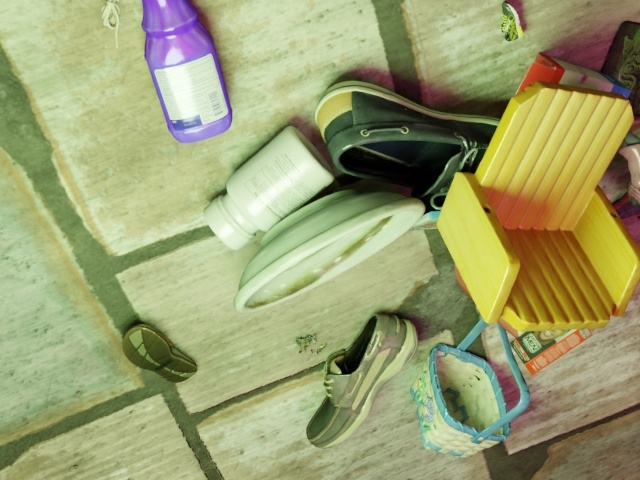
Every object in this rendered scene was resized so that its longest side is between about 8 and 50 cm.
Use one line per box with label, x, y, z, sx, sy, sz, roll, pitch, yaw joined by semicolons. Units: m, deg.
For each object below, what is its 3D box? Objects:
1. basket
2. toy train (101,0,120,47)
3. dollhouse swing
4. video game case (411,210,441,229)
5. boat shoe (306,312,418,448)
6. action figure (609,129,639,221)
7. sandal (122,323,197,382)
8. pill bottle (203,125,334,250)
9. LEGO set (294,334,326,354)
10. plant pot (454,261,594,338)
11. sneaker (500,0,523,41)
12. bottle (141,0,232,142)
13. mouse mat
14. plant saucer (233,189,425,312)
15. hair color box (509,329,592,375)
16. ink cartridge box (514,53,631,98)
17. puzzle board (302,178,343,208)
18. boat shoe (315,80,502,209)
basket;0.337;0.337;2.018;0.201;0.254;0.289;23;124;-27
toy train;-0.381;-0.416;1.387;0.143;0.105;0.248;4;122;-8
dollhouse swing;0.445;-0.056;1.602;0.347;0.315;0.305;2;140;-32
video game case;0.244;-0.041;1.808;0.119;0.166;0.015;-3;83;-15
boat shoe;0.065;0.297;1.998;0.130;0.132;0.355;32;100;-22
action figure;0.718;-0.129;1.831;0.370;0.276;0.248;-43;133;-4
sandal;-0.329;0.223;1.856;0.090;0.060;0.219;-33;141;13
pill bottle;-0.098;-0.091;1.668;0.229;0.131;0.131;-40;125;10
LEGO set;-0.028;0.224;1.973;0.054;0.023;0.083;-35;139;9
plant pot;0.450;0.085;1.892;0.275;0.243;0.275;-8;124;-12
sneaker;0.345;-0.399;1.665;0.035;0.031;0.083;-30;126;4
bottle;-0.231;-0.303;1.508;0.118;0.092;0.282;-19;126;-6
mouse mat;0.627;-0.339;1.811;0.153;0.007;0.189;3;121;-19
plant saucer;0.000;0.000;1.695;0.400;0.100;0.400;-29;170;-6
hair color box;0.448;0.192;1.766;0.141;0.072;0.043;-35;126;6
ink cartridge box;0.462;-0.273;1.755;0.231;0.078;0.134;12;118;-22
puzzle board;-0.009;-0.092;1.771;0.096;0.011;0.128;-31;127;3
boat shoe;0.223;-0.150;1.688;0.500;0.156;0.187;14;141;-23
